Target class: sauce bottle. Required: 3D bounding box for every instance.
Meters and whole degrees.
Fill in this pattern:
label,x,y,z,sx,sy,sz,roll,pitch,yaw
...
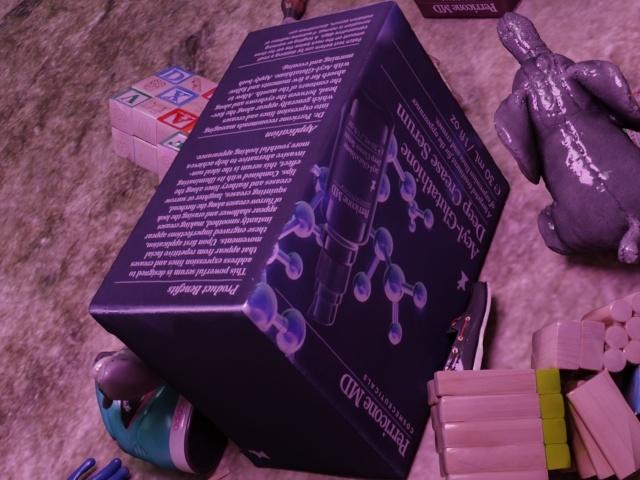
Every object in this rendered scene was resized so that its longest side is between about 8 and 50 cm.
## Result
label,x,y,z,sx,sy,sz,roll,pitch,yaw
sauce bottle,-0.046,-0.399,1.787,0.042,0.042,0.128,-19,39,25

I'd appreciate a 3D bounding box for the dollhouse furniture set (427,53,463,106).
label,x,y,z,sx,sy,sz,roll,pitch,yaw
dollhouse furniture set,0.102,-0.146,1.387,0.161,0.101,0.182,-52,31,25

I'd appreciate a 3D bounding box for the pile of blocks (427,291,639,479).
label,x,y,z,sx,sy,sz,roll,pitch,yaw
pile of blocks,0.253,0.122,0.950,0.362,0.149,0.112,-27,-9,-8

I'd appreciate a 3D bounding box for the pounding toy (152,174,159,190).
label,x,y,z,sx,sy,sz,roll,pitch,yaw
pounding toy,-0.164,-0.129,1.558,0.141,0.100,0.130,-16,43,28

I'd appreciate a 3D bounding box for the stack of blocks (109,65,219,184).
label,x,y,z,sx,sy,sz,roll,pitch,yaw
stack of blocks,-0.138,-0.116,1.392,0.297,0.087,0.171,26,41,27

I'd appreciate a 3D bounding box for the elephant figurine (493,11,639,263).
label,x,y,z,sx,sy,sz,roll,pitch,yaw
elephant figurine,0.241,-0.111,1.052,0.169,0.239,0.186,-36,11,-26

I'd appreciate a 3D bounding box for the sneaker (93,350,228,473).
label,x,y,z,sx,sy,sz,roll,pitch,yaw
sneaker,-0.176,0.137,1.282,0.178,0.124,0.296,-3,50,26

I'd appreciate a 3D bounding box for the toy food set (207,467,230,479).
label,x,y,z,sx,sy,sz,roll,pitch,yaw
toy food set,-0.101,0.304,1.123,0.078,0.019,0.122,-33,45,9

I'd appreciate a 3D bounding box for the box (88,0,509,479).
label,x,y,z,sx,sy,sz,roll,pitch,yaw
box,0.000,0.000,1.122,0.212,0.293,0.395,-3,50,39

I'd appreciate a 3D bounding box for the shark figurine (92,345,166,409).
label,x,y,z,sx,sy,sz,roll,pitch,yaw
shark figurine,-0.152,0.100,1.175,0.116,0.166,0.278,22,48,5

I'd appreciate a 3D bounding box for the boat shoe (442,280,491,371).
label,x,y,z,sx,sy,sz,roll,pitch,yaw
boat shoe,0.150,0.095,1.094,0.042,0.049,0.133,11,56,9

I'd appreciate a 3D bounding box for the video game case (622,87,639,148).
label,x,y,z,sx,sy,sz,roll,pitch,yaw
video game case,0.402,-0.142,1.160,0.166,0.015,0.119,-19,42,25

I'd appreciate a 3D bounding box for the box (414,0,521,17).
label,x,y,z,sx,sy,sz,roll,pitch,yaw
box,0.198,-0.439,1.486,0.168,0.203,0.167,12,60,47

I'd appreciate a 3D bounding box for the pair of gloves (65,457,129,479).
label,x,y,z,sx,sy,sz,roll,pitch,yaw
pair of gloves,-0.282,0.342,1.235,0.159,0.023,0.198,-30,38,9
